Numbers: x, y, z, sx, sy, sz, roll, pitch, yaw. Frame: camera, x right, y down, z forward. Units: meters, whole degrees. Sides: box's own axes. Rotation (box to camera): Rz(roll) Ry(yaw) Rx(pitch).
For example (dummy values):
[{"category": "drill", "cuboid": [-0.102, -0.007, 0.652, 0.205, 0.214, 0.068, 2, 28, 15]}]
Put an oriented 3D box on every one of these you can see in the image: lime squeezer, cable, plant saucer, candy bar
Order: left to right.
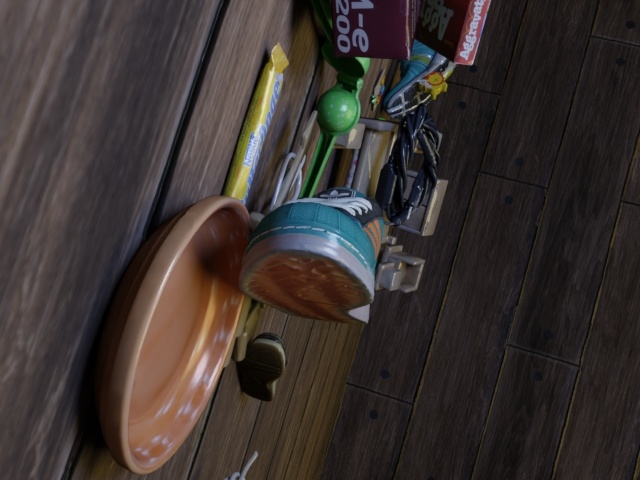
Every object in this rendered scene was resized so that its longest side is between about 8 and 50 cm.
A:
[{"category": "plant saucer", "cuboid": [-0.102, 0.062, 0.461, 0.200, 0.037, 0.200, 17, 90, -80]}, {"category": "candy bar", "cuboid": [-0.057, -0.083, 0.543, 0.040, 0.018, 0.161, 42, 64, -79]}, {"category": "lime squeezer", "cuboid": [0.014, -0.155, 0.716, 0.310, 0.059, 0.110, 97, 12, -46]}, {"category": "cable", "cuboid": [0.143, -0.113, 0.968, 0.150, 0.047, 0.184, -14, 120, -52]}]

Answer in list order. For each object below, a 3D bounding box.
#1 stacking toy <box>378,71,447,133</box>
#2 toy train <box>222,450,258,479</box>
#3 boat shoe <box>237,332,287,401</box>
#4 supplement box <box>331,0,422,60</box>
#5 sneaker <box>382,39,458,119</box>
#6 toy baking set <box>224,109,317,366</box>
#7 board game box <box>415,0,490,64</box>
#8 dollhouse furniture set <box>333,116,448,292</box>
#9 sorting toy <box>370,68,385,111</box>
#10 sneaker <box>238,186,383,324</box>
[{"category": "stacking toy", "cuboid": [0.162, -0.221, 1.308, 0.221, 0.052, 0.167, -38, 155, -17]}, {"category": "toy train", "cuboid": [-0.122, 0.360, 0.677, 0.248, 0.105, 0.143, -62, 175, -52]}, {"category": "boat shoe", "cuboid": [-0.067, 0.141, 0.765, 0.152, 0.056, 0.049, 109, -2, -54]}, {"category": "supplement box", "cuboid": [0.064, -0.285, 0.617, 0.239, 0.073, 0.130, -74, 164, -48]}, {"category": "sneaker", "cuboid": [0.212, -0.366, 1.373, 0.275, 0.110, 0.107, -51, 158, -18]}, {"category": "toy baking set", "cuboid": [-0.058, 0.001, 0.653, 0.197, 0.030, 0.256, -67, 174, -61]}, {"category": "board game box", "cuboid": [0.128, -0.318, 0.773, 0.281, 0.027, 0.145, -118, -147, -56]}, {"category": "dollhouse furniture set", "cuboid": [0.043, -0.057, 1.060, 0.355, 0.174, 0.303, -7, 114, -54]}, {"category": "sorting toy", "cuboid": [0.105, -0.268, 1.189, 0.062, 0.012, 0.083, 94, 15, -54]}, {"category": "sneaker", "cuboid": [0.000, 0.000, 0.565, 0.302, 0.108, 0.121, 72, 24, -77]}]
